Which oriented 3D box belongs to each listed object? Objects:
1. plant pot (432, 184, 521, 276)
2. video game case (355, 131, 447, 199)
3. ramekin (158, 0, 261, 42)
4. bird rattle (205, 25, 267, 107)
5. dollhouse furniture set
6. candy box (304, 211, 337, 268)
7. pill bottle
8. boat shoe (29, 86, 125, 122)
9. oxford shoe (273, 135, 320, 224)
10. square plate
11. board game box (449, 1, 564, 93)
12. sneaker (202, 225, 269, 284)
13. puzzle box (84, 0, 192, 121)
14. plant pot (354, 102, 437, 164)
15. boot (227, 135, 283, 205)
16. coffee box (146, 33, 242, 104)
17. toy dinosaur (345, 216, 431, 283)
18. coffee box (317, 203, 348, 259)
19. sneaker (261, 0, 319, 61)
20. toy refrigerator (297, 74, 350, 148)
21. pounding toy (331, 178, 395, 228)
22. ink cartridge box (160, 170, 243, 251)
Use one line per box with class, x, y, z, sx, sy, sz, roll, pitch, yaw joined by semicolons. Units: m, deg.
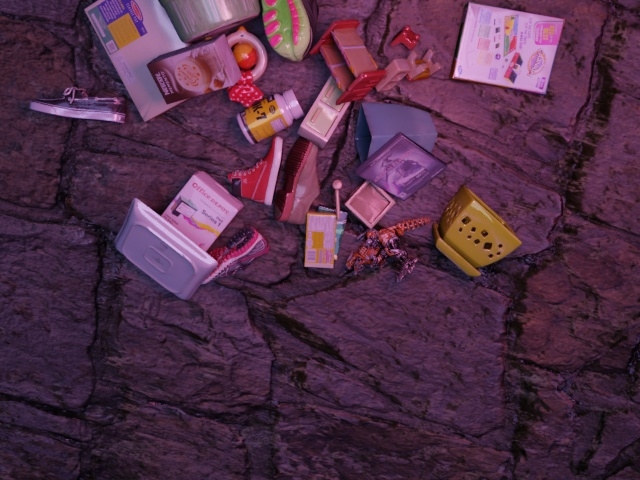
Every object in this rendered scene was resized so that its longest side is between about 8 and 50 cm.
plant pot;0.512;-0.024;1.876;0.227;0.228;0.207;40;109;-7
video game case;0.271;-0.238;1.816;0.196;0.026;0.274;-39;142;28
ramekin;-0.332;-0.727;1.699;0.303;0.303;0.148;-19;110;6
bird rattle;-0.267;-0.579;1.808;0.207;0.143;0.253;-43;100;9
dollhouse furniture set;0.180;-0.577;1.755;0.374;0.152;0.201;-19;80;-36
candy box;0.000;0.000;1.937;0.105;0.027;0.206;3;113;-3
pill bottle;-0.166;-0.420;1.851;0.208;0.119;0.119;-26;101;7
boat shoe;-0.821;-0.467;1.864;0.306;0.113;0.105;5;97;-2
oxford shoe;-0.056;-0.222;1.916;0.130;0.123;0.348;14;103;-29
square plate;-0.555;0.052;1.907;0.347;0.049;0.344;39;141;-7
board game box;0.609;-0.628;1.808;0.316;0.064;0.242;10;103;-1
sneaker;-0.321;0.079;1.979;0.299;0.121;0.112;-33;131;16
puzzle box;-0.568;-0.641;1.826;0.272;0.052;0.409;-22;102;16
plant pot;0.252;-0.346;1.812;0.234;0.166;0.166;-5;145;-9
boot;-0.228;-0.257;1.911;0.176;0.088;0.244;15;107;0
coffee box;-0.392;-0.532;1.717;0.246;0.098;0.141;-10;123;20
toy dinosaur;0.247;0.030;1.937;0.322;0.164;0.218;-39;83;31
coffee box;0.027;-0.028;1.976;0.113;0.040;0.184;14;104;-3
sneaker;-0.105;-0.796;1.740;0.185;0.202;0.483;-2;86;13
toy refrigerator;0.038;-0.449;1.803;0.102;0.094;0.270;31;80;-5
pounding toy;0.119;-0.138;1.913;0.206;0.094;0.181;42;91;-7
ink cartridge box;-0.438;-0.076;1.939;0.201;0.117;0.278;39;102;-7
